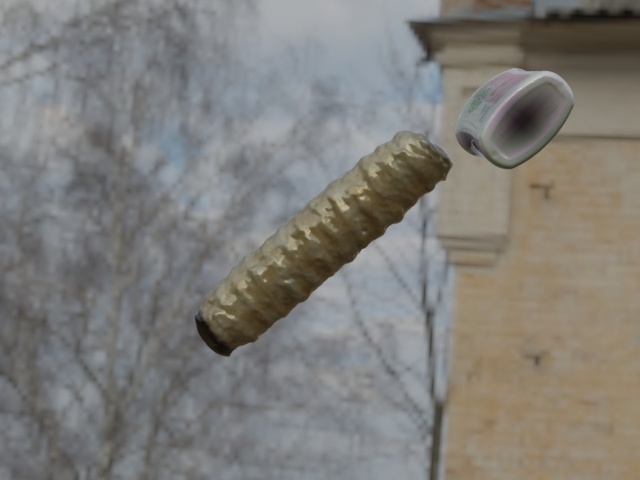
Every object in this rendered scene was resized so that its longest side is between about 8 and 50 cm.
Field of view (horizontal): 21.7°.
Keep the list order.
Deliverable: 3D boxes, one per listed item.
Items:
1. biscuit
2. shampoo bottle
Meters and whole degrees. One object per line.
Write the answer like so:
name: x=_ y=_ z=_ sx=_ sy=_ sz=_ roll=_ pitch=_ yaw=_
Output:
biscuit: x=0.000 y=0.000 z=1.208 sx=0.219 sy=0.055 sz=0.061 roll=-40 pitch=-7 yaw=5
shampoo bottle: x=0.128 y=-0.085 z=1.136 sx=0.043 sy=0.072 sz=0.099 roll=45 pitch=1 yaw=-12
